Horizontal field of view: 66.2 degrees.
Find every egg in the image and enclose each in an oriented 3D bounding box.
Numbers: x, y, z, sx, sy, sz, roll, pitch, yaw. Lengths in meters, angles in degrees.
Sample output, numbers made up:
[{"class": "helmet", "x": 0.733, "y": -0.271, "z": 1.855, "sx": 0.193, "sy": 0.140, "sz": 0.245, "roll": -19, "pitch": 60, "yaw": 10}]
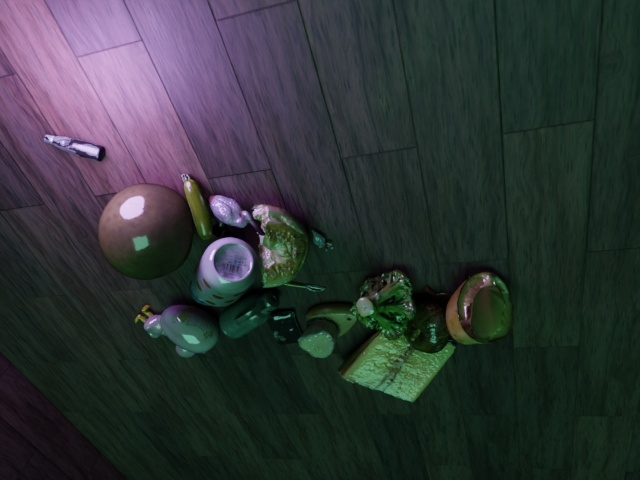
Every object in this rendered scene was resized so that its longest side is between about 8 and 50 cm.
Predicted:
[{"class": "egg", "x": -0.582, "y": 0.388, "z": 2.197, "sx": 0.271, "sy": 0.196, "sz": 0.196, "roll": 42, "pitch": 127, "yaw": -4}]

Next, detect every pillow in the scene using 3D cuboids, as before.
[{"class": "pillow", "x": -0.159, "y": 0.391, "z": 2.189, "sx": 0.142, "sy": 0.055, "sz": 0.208, "roll": -7, "pitch": 127, "yaw": 12}]

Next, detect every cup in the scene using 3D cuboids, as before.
[{"class": "cup", "x": -0.352, "y": 0.118, "z": 1.823, "sx": 0.212, "sy": 0.212, "sz": 0.317, "roll": 28, "pitch": 157, "yaw": -10}]

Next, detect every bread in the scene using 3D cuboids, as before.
[{"class": "bread", "x": 0.322, "y": 0.509, "z": 2.135, "sx": 0.346, "sy": 0.242, "sz": 0.404, "roll": 31, "pitch": 92, "yaw": 0}, {"class": "bread", "x": -0.138, "y": 0.006, "z": 1.788, "sx": 0.192, "sy": 0.171, "sz": 0.313, "roll": -8, "pitch": 113, "yaw": -9}]

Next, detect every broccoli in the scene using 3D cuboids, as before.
[{"class": "broccoli", "x": 0.232, "y": 0.233, "z": 1.840, "sx": 0.254, "sy": 0.269, "sz": 0.268, "roll": 22, "pitch": 137, "yaw": 31}]

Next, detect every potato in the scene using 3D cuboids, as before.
[{"class": "potato", "x": 0.563, "y": 0.269, "z": 1.802, "sx": 0.243, "sy": 0.285, "sz": 0.242, "roll": 8, "pitch": 149, "yaw": 5}]

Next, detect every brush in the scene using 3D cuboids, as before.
[{"class": "brush", "x": 0.044, "y": 0.364, "z": 2.051, "sx": 0.267, "sy": 0.166, "sz": 0.174, "roll": -27, "pitch": 119, "yaw": 28}]

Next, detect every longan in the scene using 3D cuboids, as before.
[{"class": "longan", "x": -0.624, "y": -0.033, "z": 1.788, "sx": 0.361, "sy": 0.360, "sz": 0.360, "roll": 6, "pitch": 130, "yaw": 8}]

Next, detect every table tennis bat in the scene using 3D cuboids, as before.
[{"class": "table tennis bat", "x": 0.469, "y": 0.227, "z": 1.935, "sx": 0.155, "sy": 0.019, "sz": 0.098, "roll": 35, "pitch": 129, "yaw": -19}]

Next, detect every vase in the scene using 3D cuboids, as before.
[{"class": "vase", "x": -0.880, "y": -0.335, "z": 1.746, "sx": 0.212, "sy": 0.059, "sz": 0.059, "roll": 15, "pitch": 131, "yaw": -1}]

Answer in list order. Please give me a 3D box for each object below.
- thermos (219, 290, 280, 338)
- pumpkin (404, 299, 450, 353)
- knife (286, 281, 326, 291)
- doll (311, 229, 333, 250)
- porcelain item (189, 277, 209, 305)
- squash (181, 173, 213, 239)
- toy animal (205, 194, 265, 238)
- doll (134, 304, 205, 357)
[{"class": "thermos", "x": -0.302, "y": 0.308, "z": 2.078, "sx": 0.287, "sy": 0.182, "sz": 0.144, "roll": -34, "pitch": 89, "yaw": 33}, {"class": "pumpkin", "x": 0.401, "y": 0.343, "z": 1.918, "sx": 0.219, "sy": 0.162, "sz": 0.218, "roll": 33, "pitch": 135, "yaw": 42}, {"class": "knife", "x": -0.069, "y": 0.190, "z": 2.024, "sx": 0.184, "sy": 0.022, "sz": 0.025, "roll": 9, "pitch": 104, "yaw": 5}, {"class": "doll", "x": -0.001, "y": 0.001, "z": 1.841, "sx": 0.114, "sy": 0.039, "sz": 0.057, "roll": 44, "pitch": 168, "yaw": -33}, {"class": "porcelain item", "x": -0.462, "y": 0.187, "z": 2.029, "sx": 0.147, "sy": 0.147, "sz": 0.114, "roll": 27, "pitch": 130, "yaw": -10}, {"class": "squash", "x": -0.439, "y": -0.123, "z": 1.771, "sx": 0.066, "sy": 0.066, "sz": 0.251, "roll": -12, "pitch": 100, "yaw": 22}, {"class": "toy animal", "x": -0.318, "y": -0.091, "z": 1.763, "sx": 0.324, "sy": 0.090, "sz": 0.195, "roll": -9, "pitch": 117, "yaw": 55}, {"class": "doll", "x": -0.707, "y": 0.448, "z": 2.338, "sx": 0.365, "sy": 0.094, "sz": 0.160, "roll": 33, "pitch": 121, "yaw": -16}]
